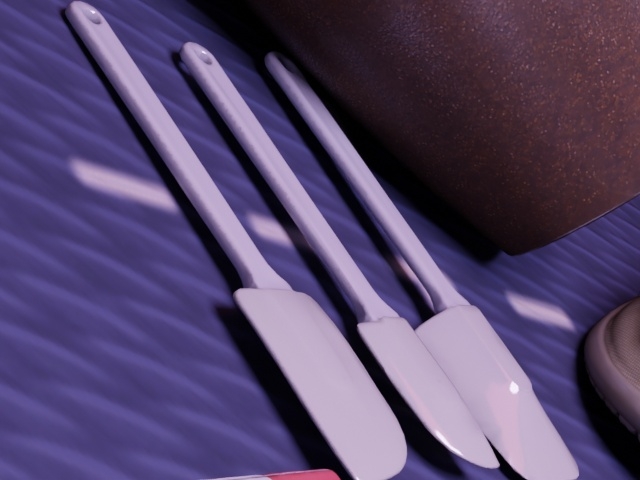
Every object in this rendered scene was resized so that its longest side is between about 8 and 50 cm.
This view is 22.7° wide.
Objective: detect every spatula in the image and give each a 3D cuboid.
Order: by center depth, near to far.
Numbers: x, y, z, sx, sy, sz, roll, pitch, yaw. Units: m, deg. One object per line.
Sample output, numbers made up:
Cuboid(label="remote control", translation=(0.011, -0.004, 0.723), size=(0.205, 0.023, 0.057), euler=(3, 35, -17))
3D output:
Cuboid(label="spatula", translation=(0.000, 0.000, 0.635), size=(0.168, 0.019, 0.242), euler=(5, 42, -50))

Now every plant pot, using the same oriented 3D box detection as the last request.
Cuboid(label="plant pot", translation=(0.075, -0.117, 0.740), size=(0.230, 0.215, 0.215), euler=(59, 25, -2))

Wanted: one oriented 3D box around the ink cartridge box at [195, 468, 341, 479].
Cuboid(label="ink cartridge box", translation=(-0.027, 0.110, 0.365), size=(0.135, 0.056, 0.099), euler=(6, 44, -54))

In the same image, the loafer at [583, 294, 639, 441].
Cuboid(label="loafer", translation=(0.204, 0.041, 0.784), size=(0.102, 0.092, 0.268), euler=(45, 25, 2))
